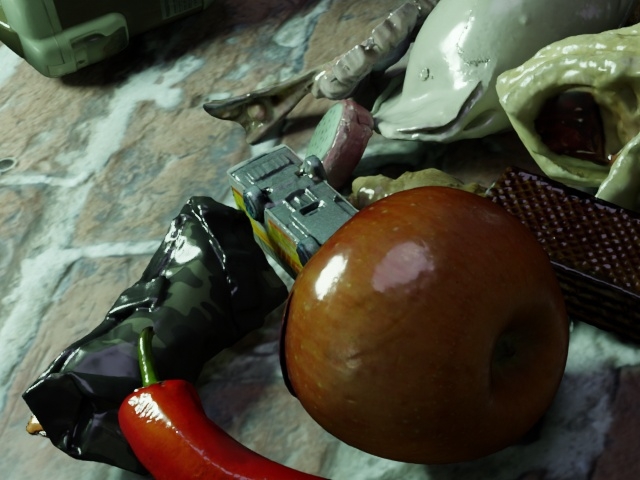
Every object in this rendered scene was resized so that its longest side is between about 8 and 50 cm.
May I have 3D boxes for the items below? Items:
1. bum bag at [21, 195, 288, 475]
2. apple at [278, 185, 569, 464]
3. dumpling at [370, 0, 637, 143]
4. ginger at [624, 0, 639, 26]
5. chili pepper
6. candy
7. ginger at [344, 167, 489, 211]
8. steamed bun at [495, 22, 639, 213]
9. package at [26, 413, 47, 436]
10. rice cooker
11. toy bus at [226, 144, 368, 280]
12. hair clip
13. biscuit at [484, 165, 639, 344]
[{"bbox_3d":[-0.153,0.095,1.977,0.144,0.095,0.340,38,53,-1],"label":"bum bag"},{"bbox_3d":[0.100,0.079,1.765,0.206,0.272,0.251,30,87,39],"label":"apple"},{"bbox_3d":[0.202,-0.229,2.229,0.341,0.181,0.260,-62,21,-3],"label":"dumpling"},{"bbox_3d":[0.332,-0.280,2.353,0.193,0.052,0.176,-33,33,-25],"label":"ginger"},{"bbox_3d":[-0.065,0.205,1.801,0.368,0.092,0.137,29,55,28],"label":"chili pepper"},{"bbox_3d":[0.020,-0.105,2.197,0.043,0.103,0.103,26,32,-17],"label":"candy"},{"bbox_3d":[0.119,-0.022,2.065,0.137,0.074,0.213,-17,29,-18],"label":"ginger"},{"bbox_3d":[0.375,-0.104,1.966,0.428,0.247,0.189,-12,19,30],"label":"steamed bun"},{"bbox_3d":[-0.240,0.153,1.992,0.077,0.033,0.111,19,52,26],"label":"package"},{"bbox_3d":[-0.311,-0.391,2.543,0.325,0.335,0.335,-22,35,-9],"label":"rice cooker"},{"bbox_3d":[0.000,0.000,2.048,0.092,0.106,0.268,-26,38,-17],"label":"toy bus"},{"bbox_3d":[0.011,-0.193,2.307,0.300,0.069,0.173,-26,1,9],"label":"hair clip"},{"bbox_3d":[0.261,0.021,1.904,0.252,0.070,0.106,23,52,23],"label":"biscuit"}]
